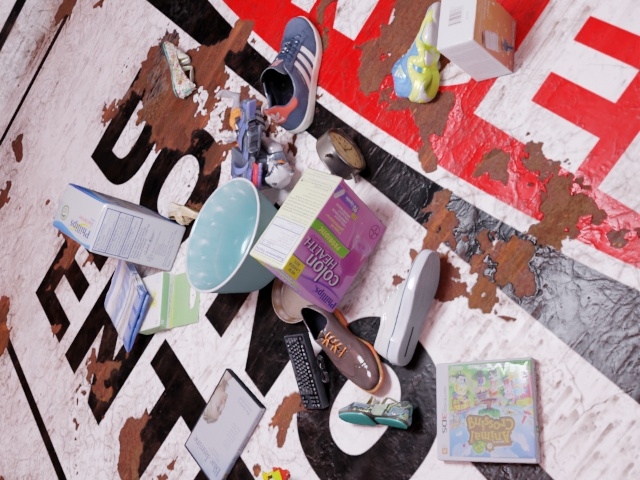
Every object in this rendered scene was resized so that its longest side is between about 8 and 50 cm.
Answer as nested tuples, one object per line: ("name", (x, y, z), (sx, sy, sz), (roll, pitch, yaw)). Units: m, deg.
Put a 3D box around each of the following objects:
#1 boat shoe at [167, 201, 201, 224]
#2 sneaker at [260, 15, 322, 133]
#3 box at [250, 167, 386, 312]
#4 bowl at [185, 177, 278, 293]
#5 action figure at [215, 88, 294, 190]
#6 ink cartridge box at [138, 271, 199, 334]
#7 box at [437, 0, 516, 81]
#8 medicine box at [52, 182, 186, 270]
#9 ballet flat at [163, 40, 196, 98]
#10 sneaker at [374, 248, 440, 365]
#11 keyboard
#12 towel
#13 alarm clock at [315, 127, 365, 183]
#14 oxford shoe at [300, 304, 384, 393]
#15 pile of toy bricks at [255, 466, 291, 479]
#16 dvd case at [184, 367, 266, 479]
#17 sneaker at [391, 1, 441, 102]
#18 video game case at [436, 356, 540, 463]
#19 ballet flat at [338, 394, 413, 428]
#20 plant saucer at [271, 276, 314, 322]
("boat shoe", (-0.411, -0.075, 2.196), (0.170, 0.063, 0.059), (16, 89, 54))
("sneaker", (-0.089, -0.473, 1.972), (0.131, 0.148, 0.350), (-16, 65, 38))
("box", (0.000, 0.000, 1.645), (0.117, 0.213, 0.243), (23, 74, 44))
("bowl", (-0.196, 0.011, 1.877), (0.311, 0.163, 0.312), (-29, 49, 40))
("action figure", (-0.167, -0.274, 1.951), (0.330, 0.178, 0.341), (56, 148, 32))
("ink cartridge box", (-0.453, 0.177, 2.153), (0.235, 0.056, 0.171), (-18, 64, 40))
("box", (0.337, -0.440, 1.556), (0.091, 0.170, 0.130), (-5, 72, 43))
("medicine box", (-0.609, -0.040, 2.201), (0.263, 0.289, 0.149), (23, 92, 44))
("ballet flat", (-0.461, -0.569, 2.406), (0.077, 0.091, 0.241), (-20, 64, 3))
("sneaker", (0.177, 0.136, 1.561), (0.091, 0.094, 0.258), (20, 91, 40))
("keyboard", (-0.027, 0.304, 1.691), (0.108, 0.023, 0.180), (-15, 93, 39))
("towel", (-0.604, 0.187, 2.250), (0.285, 0.034, 0.209), (41, 114, 53))
("alarm clock", (0.048, -0.219, 1.787), (0.064, 0.129, 0.192), (-37, 25, 31))
("oxford shoe", (0.041, 0.244, 1.645), (0.097, 0.098, 0.271), (-57, 47, 12))
("pile of toy bricks", (-0.061, 0.612, 1.630), (0.105, 0.118, 0.212), (-28, 36, 0))
("dvd case", (-0.252, 0.485, 1.885), (0.180, 0.022, 0.253), (37, 102, 43))
("sneaker", (0.226, -0.443, 1.714), (0.126, 0.091, 0.240), (8, 82, 44))
("video game case", (0.320, 0.330, 1.414), (0.212, 0.023, 0.193), (-12, 68, 39))
("ballet flat", (0.123, 0.366, 1.566), (0.188, 0.070, 0.070), (-4, 73, 40))
("plant saucer", (-0.053, 0.125, 1.820), (0.168, 0.029, 0.168), (-17, 64, 39))
